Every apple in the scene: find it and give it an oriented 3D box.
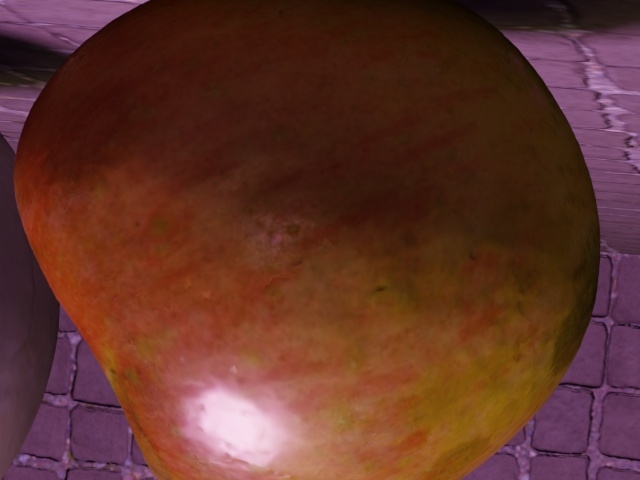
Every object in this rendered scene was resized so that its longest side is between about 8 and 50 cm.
[{"bbox_3d":[0.000,0.000,0.677,0.196,0.196,0.196,6,178,0],"label":"apple"}]

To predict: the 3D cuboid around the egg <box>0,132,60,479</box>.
[{"bbox_3d":[-0.264,0.030,0.981,0.278,0.278,0.336,5,-147,15],"label":"egg"}]
